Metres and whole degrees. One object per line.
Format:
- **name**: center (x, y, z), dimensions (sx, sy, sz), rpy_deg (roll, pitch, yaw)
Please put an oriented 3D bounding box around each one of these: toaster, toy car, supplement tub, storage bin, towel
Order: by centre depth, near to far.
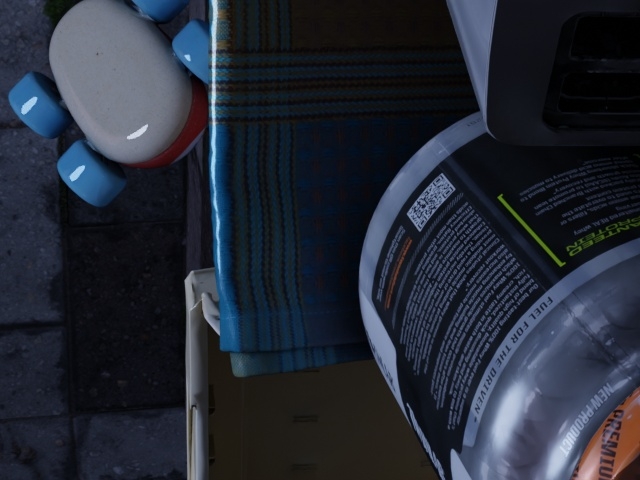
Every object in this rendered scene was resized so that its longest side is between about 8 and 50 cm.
- **toaster**: center (0.138, -0.136, 0.743), dimensions (0.110, 0.186, 0.168), rpy_deg (-97, 10, -46)
- **supplement tub**: center (0.138, 0.063, 0.779), dimensions (0.316, 0.194, 0.193), rpy_deg (-118, 26, -69)
- **towel**: center (0.065, -0.119, 0.937), dimensions (0.040, 0.271, 0.370), rpy_deg (15, 108, 62)
- **storage bin**: center (0.044, 0.146, 1.162), dimensions (0.123, 0.260, 0.262), rpy_deg (-104, 14, -62)
- **toy car**: center (-0.170, -0.152, 1.922), dimensions (0.210, 0.219, 0.238), rpy_deg (51, -167, 28)
